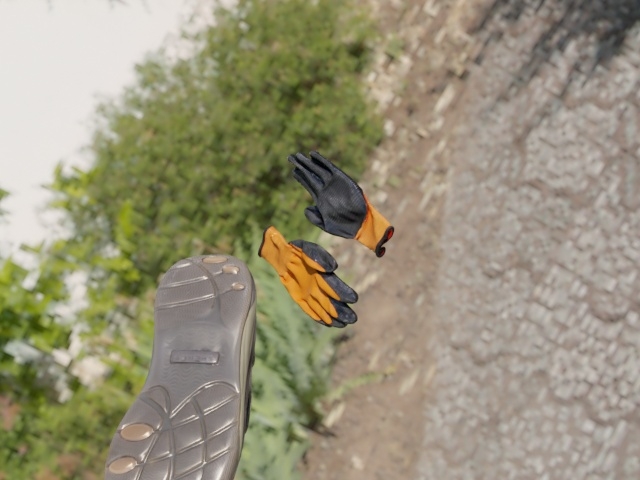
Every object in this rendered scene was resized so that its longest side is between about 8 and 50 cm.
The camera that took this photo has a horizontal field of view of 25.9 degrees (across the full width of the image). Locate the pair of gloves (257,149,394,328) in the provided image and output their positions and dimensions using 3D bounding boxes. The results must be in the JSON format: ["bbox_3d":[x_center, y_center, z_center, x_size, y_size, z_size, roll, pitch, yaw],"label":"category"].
[{"bbox_3d":[0.000,0.000,0.702,0.074,0.010,0.083,44,130,30],"label":"pair of gloves"}]

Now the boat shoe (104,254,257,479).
[{"bbox_3d":[-0.122,0.187,1.421,0.130,0.132,0.355,72,-153,-55],"label":"boat shoe"}]
